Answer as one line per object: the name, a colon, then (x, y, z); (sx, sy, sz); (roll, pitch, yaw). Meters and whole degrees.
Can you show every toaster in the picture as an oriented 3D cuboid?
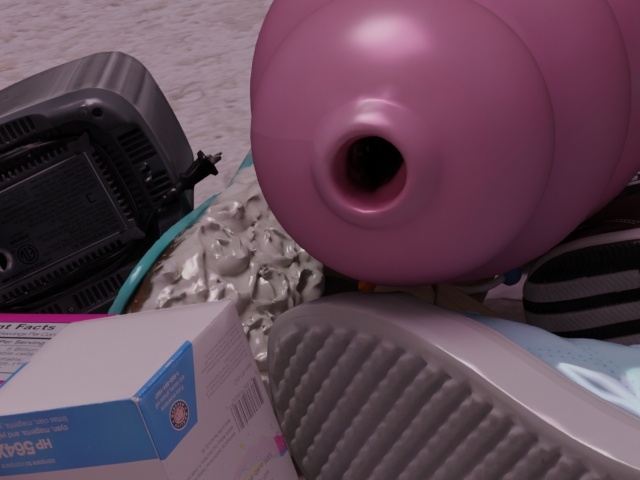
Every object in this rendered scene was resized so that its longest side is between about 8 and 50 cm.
toaster: (-0.164, -0.032, 1.175); (0.227, 0.129, 0.146); (-26, 18, 9)

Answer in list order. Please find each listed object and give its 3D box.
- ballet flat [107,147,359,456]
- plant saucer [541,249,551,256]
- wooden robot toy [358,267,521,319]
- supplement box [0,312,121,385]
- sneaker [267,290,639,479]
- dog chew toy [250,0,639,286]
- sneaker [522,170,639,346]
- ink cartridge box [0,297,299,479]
ballet flat: (0.000, 0.000, 1.109); (0.147, 0.147, 0.409); (-1, 28, 20)
plant saucer: (0.146, -0.029, 1.203); (0.168, 0.029, 0.168); (-9, 23, 4)
wooden robot toy: (0.044, 0.051, 0.965); (0.076, 0.079, 0.173); (-42, 20, 34)
supplement box: (-0.171, 0.128, 0.864); (0.114, 0.111, 0.220); (1, 25, 25)
sneaker: (0.142, 0.099, 0.808); (0.366, 0.135, 0.150); (23, 31, 38)
dog chew toy: (0.059, -0.073, 0.917); (0.207, 0.206, 0.332); (-3, 16, 16)
sneaker: (0.249, -0.010, 1.028); (0.281, 0.106, 0.162); (-6, 20, 11)
ink cartridge box: (-0.070, 0.112, 0.830); (0.090, 0.143, 0.092); (-9, 20, 28)
